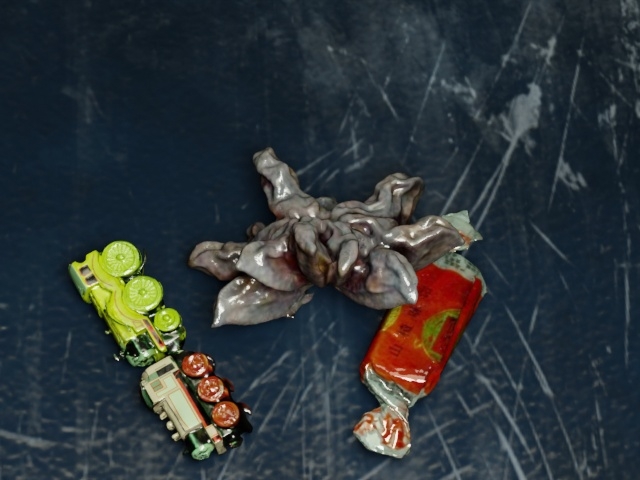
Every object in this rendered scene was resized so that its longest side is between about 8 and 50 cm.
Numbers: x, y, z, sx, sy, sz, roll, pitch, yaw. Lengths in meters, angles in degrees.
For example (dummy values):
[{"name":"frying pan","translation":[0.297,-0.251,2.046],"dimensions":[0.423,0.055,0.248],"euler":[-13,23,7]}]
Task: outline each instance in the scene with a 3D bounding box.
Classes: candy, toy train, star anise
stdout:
[{"name":"candy","translation":[0.102,0.089,1.843],"dimensions":[0.086,0.059,0.292],"euler":[22,60,10]},{"name":"toy train","translation":[-0.157,0.110,1.807],"dimensions":[0.085,0.053,0.250],"euler":[-31,69,-12]},{"name":"star anise","translation":[0.002,0.002,1.831],"dimensions":[0.283,0.129,0.212],"euler":[3,32,9]}]
